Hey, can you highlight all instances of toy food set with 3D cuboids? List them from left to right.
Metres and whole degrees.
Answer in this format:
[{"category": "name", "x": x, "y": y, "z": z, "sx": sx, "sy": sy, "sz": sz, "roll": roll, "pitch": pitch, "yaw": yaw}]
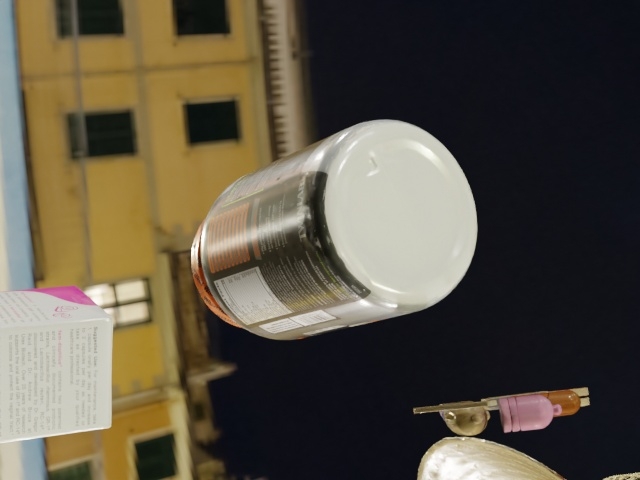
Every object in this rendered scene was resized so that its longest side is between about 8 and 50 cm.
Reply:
[{"category": "toy food set", "x": 0.114, "y": 0.100, "z": 0.787, "sx": 0.078, "sy": 0.122, "sz": 0.019, "roll": -13, "pitch": -99, "yaw": 44}]

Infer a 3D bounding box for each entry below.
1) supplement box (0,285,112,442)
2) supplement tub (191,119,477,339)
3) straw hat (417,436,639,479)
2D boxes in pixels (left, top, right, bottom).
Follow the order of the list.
[{"category": "supplement box", "x": -0.306, "y": 0.113, "z": 1.209, "sx": 0.111, "sy": 0.220, "sz": 0.114, "roll": 28, "pitch": -60, "yaw": 60}, {"category": "supplement tub", "x": 0.000, "y": 0.000, "z": 0.857, "sx": 0.190, "sy": 0.117, "sz": 0.117, "roll": -18, "pitch": -96, "yaw": 57}, {"category": "straw hat", "x": 0.097, "y": 0.101, "z": 0.410, "sx": 0.144, "sy": 0.061, "sz": 0.144, "roll": 42, "pitch": -28, "yaw": 28}]
